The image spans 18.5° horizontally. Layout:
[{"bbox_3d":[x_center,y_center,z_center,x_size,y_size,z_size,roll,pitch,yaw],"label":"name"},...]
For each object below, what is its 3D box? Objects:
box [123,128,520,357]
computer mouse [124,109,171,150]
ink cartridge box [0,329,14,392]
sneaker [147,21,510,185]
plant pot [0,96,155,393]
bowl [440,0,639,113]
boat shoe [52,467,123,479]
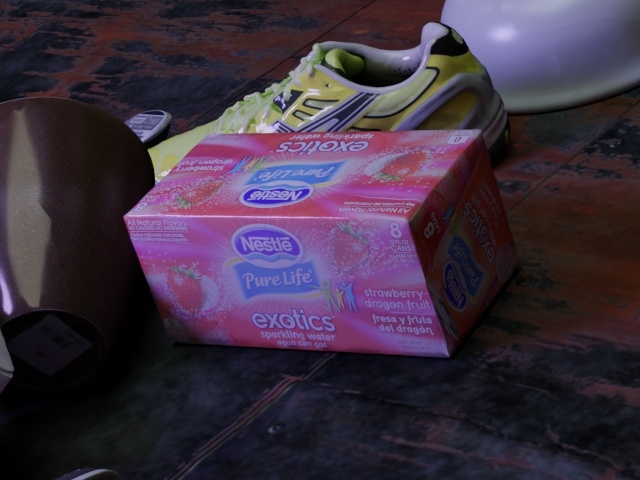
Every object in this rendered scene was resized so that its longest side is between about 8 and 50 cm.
[{"bbox_3d":[0.000,0.000,1.730,0.300,0.142,0.154,2,34,34],"label":"box"},{"bbox_3d":[-0.225,-0.073,2.125,0.106,0.042,0.193,7,42,48],"label":"computer mouse"},{"bbox_3d":[-0.349,0.142,1.651,0.190,0.082,0.139,-56,27,9],"label":"ink cartridge box"},{"bbox_3d":[-0.011,-0.124,1.967,0.385,0.147,0.145,-13,29,13],"label":"sneaker"},{"bbox_3d":[-0.253,0.021,1.812,0.215,0.215,0.230,-16,42,5],"label":"plant pot"},{"bbox_3d":[0.250,-0.260,2.075,0.298,0.134,0.298,-15,28,8],"label":"bowl"},{"bbox_3d":[-0.247,0.243,1.494,0.069,0.081,0.228,17,46,43],"label":"boat shoe"}]
